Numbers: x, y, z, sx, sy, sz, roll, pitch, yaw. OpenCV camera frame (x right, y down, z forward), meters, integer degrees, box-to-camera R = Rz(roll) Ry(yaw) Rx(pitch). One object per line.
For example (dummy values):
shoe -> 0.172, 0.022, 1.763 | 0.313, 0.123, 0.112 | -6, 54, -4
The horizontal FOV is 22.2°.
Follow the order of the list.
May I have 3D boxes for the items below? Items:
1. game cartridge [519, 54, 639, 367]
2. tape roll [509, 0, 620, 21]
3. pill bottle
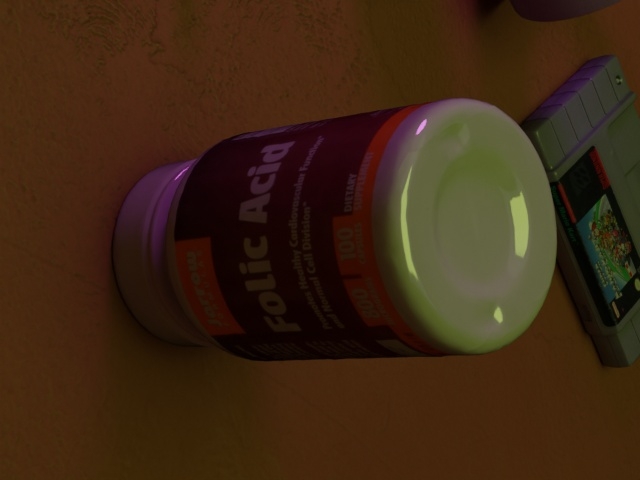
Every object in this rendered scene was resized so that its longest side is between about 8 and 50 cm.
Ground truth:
game cartridge -> 0.382, -0.037, 2.137 | 0.230, 0.068, 0.355 | -44, 117, -43
tape roll -> 0.337, -0.380, 1.966 | 0.090, 0.275, 0.275 | 56, 51, -25
pill bottle -> 0.000, 0.000, 1.507 | 0.224, 0.392, 0.224 | 6, 81, -45
